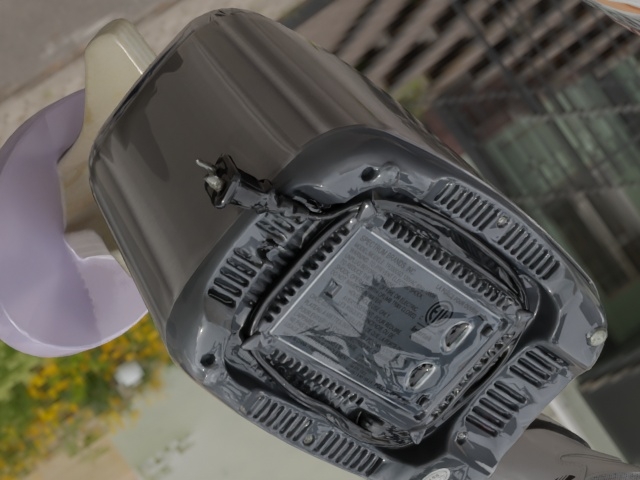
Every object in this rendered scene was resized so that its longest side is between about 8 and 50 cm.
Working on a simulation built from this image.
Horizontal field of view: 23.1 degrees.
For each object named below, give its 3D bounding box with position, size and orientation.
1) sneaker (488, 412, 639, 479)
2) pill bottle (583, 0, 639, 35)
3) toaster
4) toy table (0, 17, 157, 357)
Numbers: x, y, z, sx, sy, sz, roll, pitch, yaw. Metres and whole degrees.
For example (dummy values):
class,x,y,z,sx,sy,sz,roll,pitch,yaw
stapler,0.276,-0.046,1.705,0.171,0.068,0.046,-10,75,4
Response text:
class,x,y,z,sx,sy,sz,roll,pitch,yaw
sneaker,0.279,0.286,1.327,0.137,0.366,0.210,-53,-151,-6
pill bottle,0.176,-0.158,0.517,0.224,0.224,0.392,-36,166,20
toaster,0.000,0.000,0.638,0.227,0.146,0.129,31,103,-40
toy table,-0.134,-0.037,1.209,0.160,0.252,0.274,-21,-142,37
